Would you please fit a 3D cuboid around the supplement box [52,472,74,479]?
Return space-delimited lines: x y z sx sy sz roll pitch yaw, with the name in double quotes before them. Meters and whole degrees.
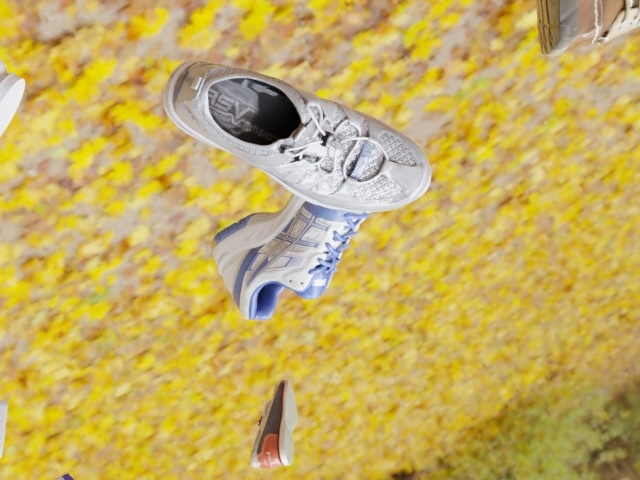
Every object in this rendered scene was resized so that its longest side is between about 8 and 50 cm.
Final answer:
"supplement box" -0.213 0.268 0.727 0.114 0.111 0.220 -25 160 -49

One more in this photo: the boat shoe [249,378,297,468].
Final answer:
"boat shoe" -0.052 0.206 1.265 0.043 0.049 0.137 -13 -149 11

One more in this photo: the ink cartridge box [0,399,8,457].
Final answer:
"ink cartridge box" -0.477 0.205 1.218 0.175 0.069 0.371 10 166 -29

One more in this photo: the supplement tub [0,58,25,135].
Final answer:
"supplement tub" -0.584 -0.248 1.760 0.144 0.199 0.144 -61 -175 9

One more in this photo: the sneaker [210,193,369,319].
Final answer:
"sneaker" 0.000 0.000 1.375 0.296 0.131 0.112 -32 161 34

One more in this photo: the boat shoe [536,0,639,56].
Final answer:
"boat shoe" 0.297 -0.274 1.222 0.119 0.123 0.324 -1 -163 10

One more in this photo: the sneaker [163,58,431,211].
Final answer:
"sneaker" -0.017 -0.093 1.092 0.115 0.281 0.105 -153 -100 -74
